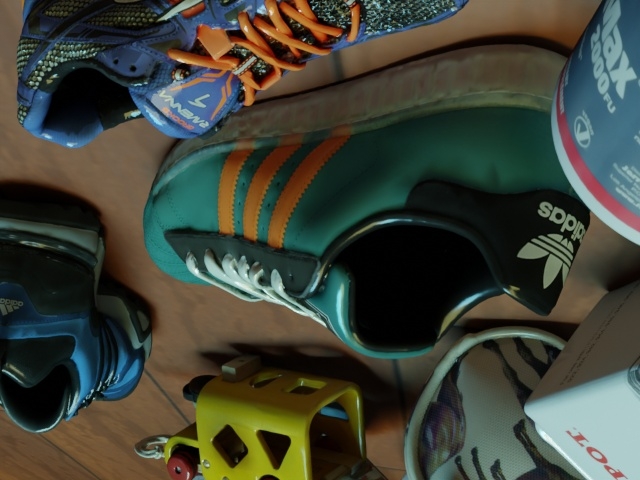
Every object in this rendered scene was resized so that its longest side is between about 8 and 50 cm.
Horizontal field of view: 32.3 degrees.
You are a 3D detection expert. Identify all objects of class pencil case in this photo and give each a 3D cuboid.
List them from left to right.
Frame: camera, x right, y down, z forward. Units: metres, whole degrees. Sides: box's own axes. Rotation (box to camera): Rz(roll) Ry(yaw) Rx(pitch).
[{"bbox_3d":[0.195,0.224,0.905,0.160,0.183,0.410,-23,148,9],"label":"pencil case"}]

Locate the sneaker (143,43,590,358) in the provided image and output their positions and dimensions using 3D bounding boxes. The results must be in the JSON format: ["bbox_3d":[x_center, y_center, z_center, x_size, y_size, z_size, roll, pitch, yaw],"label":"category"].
[{"bbox_3d":[0.000,0.000,0.560,0.108,0.121,0.302,29,151,-35],"label":"sneaker"}]

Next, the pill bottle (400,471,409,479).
[{"bbox_3d":[0.155,0.309,1.200,0.117,0.117,0.215,3,155,17],"label":"pill bottle"}]

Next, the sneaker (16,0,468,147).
[{"bbox_3d":[-0.036,-0.080,0.437,0.221,0.087,0.083,-7,151,36],"label":"sneaker"}]

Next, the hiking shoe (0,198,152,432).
[{"bbox_3d":[-0.204,0.082,0.822,0.113,0.132,0.304,8,157,7],"label":"hiking shoe"}]

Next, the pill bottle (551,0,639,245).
[{"bbox_3d":[0.148,-0.074,0.345,0.108,0.108,0.180,12,156,-2],"label":"pill bottle"}]

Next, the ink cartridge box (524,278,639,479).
[{"bbox_3d":[0.269,0.093,0.575,0.198,0.115,0.273,44,152,-4],"label":"ink cartridge box"}]

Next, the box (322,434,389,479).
[{"bbox_3d":[0.038,0.232,0.966,0.067,0.063,0.324,49,173,-12],"label":"box"}]

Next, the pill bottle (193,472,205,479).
[{"bbox_3d":[-0.086,0.437,1.250,0.224,0.392,0.224,10,156,4],"label":"pill bottle"}]

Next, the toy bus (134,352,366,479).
[{"bbox_3d":[-0.060,0.153,0.954,0.202,0.104,0.191,-6,-165,-11],"label":"toy bus"}]
